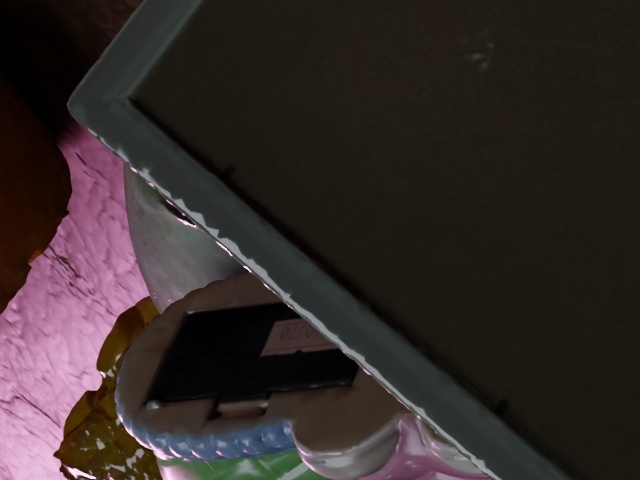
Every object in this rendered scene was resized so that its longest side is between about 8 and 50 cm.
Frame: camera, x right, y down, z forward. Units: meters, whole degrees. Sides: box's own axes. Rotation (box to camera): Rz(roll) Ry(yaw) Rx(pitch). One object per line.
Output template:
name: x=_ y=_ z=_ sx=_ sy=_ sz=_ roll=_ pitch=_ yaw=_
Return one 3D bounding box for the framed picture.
framed picture: x=0.090 y=-0.074 z=0.420 sx=0.217 sy=0.274 sz=0.017 roll=42 pitch=-170 yaw=8

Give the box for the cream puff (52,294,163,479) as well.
cream puff: x=-0.072 y=0.097 z=0.869 sx=0.146 sy=0.116 sz=0.146 roll=33 pitch=145 yaw=27

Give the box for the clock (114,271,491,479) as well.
clock: x=0.047 y=0.096 z=0.555 sx=0.194 sy=0.100 sz=0.195 roll=-8 pitch=130 yaw=31

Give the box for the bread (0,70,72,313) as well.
bread: x=-0.244 y=-0.009 z=0.840 sx=0.145 sy=0.268 sz=0.268 roll=48 pitch=149 yaw=-23

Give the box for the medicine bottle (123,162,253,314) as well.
medicine bottle: x=0.000 y=0.000 z=0.648 sx=0.147 sy=0.147 sz=0.143 roll=25 pitch=143 yaw=30
